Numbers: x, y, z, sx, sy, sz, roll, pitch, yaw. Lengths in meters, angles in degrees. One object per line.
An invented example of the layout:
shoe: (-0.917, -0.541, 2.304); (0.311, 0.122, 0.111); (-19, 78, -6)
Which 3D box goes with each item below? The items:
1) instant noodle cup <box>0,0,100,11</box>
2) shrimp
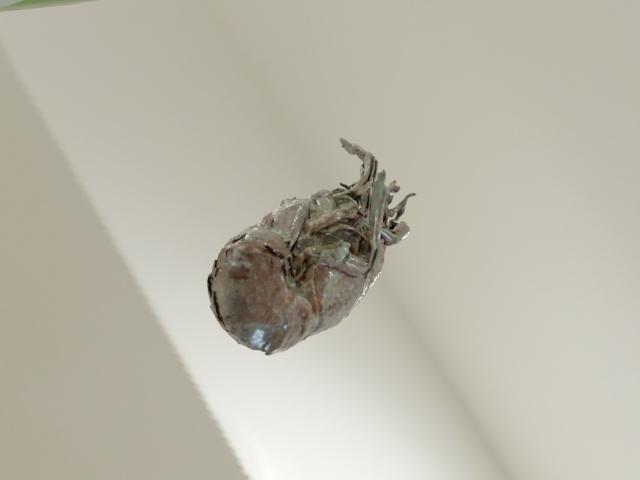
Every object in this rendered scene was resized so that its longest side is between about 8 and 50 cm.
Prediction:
instant noodle cup: (-0.107, -0.155, 0.560); (0.232, 0.207, 0.207); (-14, -35, -7)
shrimp: (0.001, 0.001, 0.843); (0.075, 0.190, 0.073); (7, -68, 33)
